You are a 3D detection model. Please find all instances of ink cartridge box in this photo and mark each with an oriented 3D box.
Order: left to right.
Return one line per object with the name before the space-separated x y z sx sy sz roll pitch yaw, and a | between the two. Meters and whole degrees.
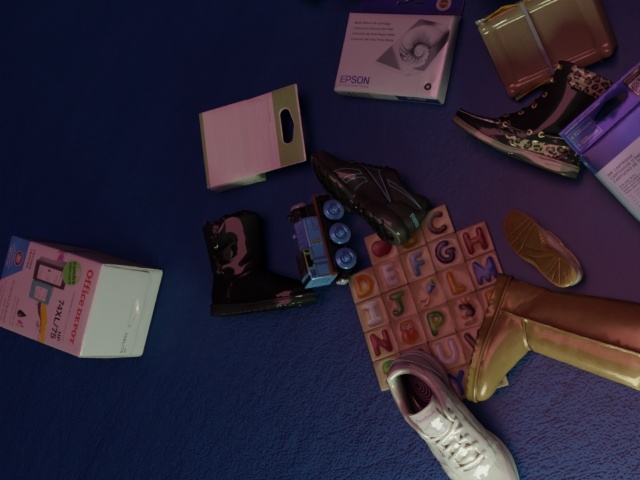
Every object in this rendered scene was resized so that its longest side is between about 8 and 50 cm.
ink cartridge box | -0.520 0.121 1.622 0.270 0.197 0.198 13 89 27
ink cartridge box | -0.134 -0.209 1.561 0.235 0.056 0.171 -12 78 21
ink cartridge box | 0.150 -0.382 1.451 0.223 0.045 0.223 10 86 27
ink cartridge box | 0.545 -0.118 1.173 0.186 0.065 0.311 -43 79 14

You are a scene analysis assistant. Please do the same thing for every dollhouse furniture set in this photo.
dollhouse furniture set | 0.376 -0.433 1.328 0.198 0.151 0.301 -20 106 28

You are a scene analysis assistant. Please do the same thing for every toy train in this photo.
toy train | 0.000 0.000 1.429 0.105 0.080 0.184 -8 73 -19

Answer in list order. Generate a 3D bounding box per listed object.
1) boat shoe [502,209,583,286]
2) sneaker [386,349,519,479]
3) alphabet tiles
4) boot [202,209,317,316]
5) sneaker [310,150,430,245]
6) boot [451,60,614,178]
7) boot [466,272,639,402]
boat shoe | 0.376 0.015 1.275 0.063 0.059 0.170 -52 53 26
sneaker | 0.208 0.324 1.255 0.114 0.152 0.305 -43 74 15
alphabet tiles | 0.203 0.121 1.371 0.285 0.011 0.342 -23 73 22
boot | -0.128 0.040 1.498 0.247 0.094 0.207 -9 82 31
sneaker | 0.090 -0.097 1.428 0.106 0.101 0.267 -42 61 -12
boot | 0.364 -0.226 1.294 0.236 0.085 0.178 28 102 20
boot | 0.390 0.187 1.220 0.270 0.089 0.236 16 90 23
